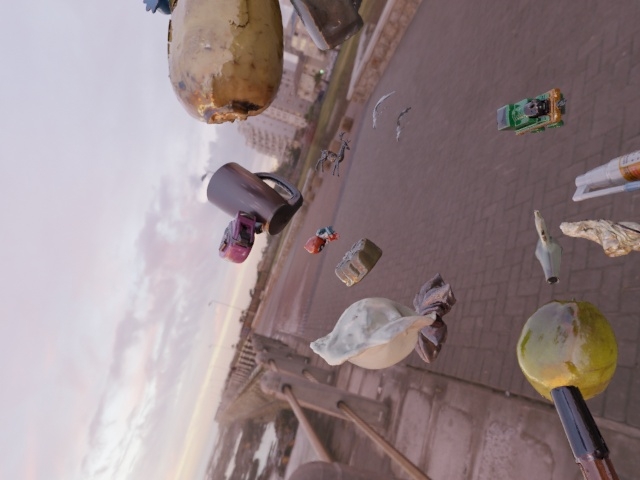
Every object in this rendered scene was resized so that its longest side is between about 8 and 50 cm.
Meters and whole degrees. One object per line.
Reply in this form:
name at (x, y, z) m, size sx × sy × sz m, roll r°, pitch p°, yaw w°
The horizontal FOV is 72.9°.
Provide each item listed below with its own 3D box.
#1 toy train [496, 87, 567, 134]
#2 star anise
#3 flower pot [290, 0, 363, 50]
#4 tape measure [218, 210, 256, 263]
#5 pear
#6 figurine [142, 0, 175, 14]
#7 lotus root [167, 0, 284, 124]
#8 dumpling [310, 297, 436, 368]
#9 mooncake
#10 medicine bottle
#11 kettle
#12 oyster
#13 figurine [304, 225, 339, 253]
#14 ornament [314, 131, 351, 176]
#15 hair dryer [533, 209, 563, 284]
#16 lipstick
toy train at (0.592, -0.357, 1.224) m, size 0.228 × 0.137 × 0.091 m, roll -151°, pitch 58°, yaw -84°
star anise at (0.386, 0.265, 1.510) m, size 0.315 × 0.109 × 0.314 m, roll -163°, pitch 90°, yaw -84°
flower pot at (0.010, -0.429, 0.740) m, size 0.103 × 0.108 × 0.229 m, roll -19°, pitch 46°, yaw 23°
tape measure at (-0.220, -0.004, 1.140) m, size 0.118 × 0.074 × 0.125 m, roll -47°, pitch 32°, yaw 38°
pear at (0.727, 0.329, 1.284) m, size 0.269 × 0.270 × 0.320 m, roll -145°, pitch 64°, yaw -84°
figurine at (-0.360, -0.685, 1.292) m, size 0.416 × 0.298 × 0.242 m, roll 62°, pitch -146°, yaw -41°
lotus root at (-0.133, -0.290, 0.620) m, size 0.146 × 0.160 × 0.283 m, roll 117°, pitch 149°, yaw -71°
dumpling at (0.094, 0.160, 0.739) m, size 0.151 × 0.229 × 0.124 m, roll 85°, pitch 165°, yaw -86°
mooncake at (0.082, -0.085, 0.587) m, size 0.150 × 0.057 × 0.346 m, roll -41°, pitch 25°, yaw 27°
medicine bottle at (0.650, -0.140, 0.934) m, size 0.092 × 0.061 × 0.221 m, roll -60°, pitch 9°, yaw -15°
kettle at (-0.179, -0.119, 1.253) m, size 0.202 × 0.232 × 0.144 m, roll -41°, pitch -25°, yaw -35°
oyster at (0.622, -0.010, 0.932) m, size 0.163 × 0.191 × 0.081 m, roll -15°, pitch -60°, yaw -54°
figurine at (0.000, 0.000, 1.706) m, size 0.140 × 0.075 × 0.068 m, roll -33°, pitch -9°, yaw -20°
ornament at (0.038, -0.242, 1.190) m, size 0.028 × 0.074 × 0.125 m, roll -35°, pitch -35°, yaw -82°
hair dryer at (0.773, 0.037, 1.473) m, size 0.089 × 0.225 × 0.218 m, roll -14°, pitch 54°, yaw 29°
lipstick at (0.622, 0.532, 0.953) m, size 0.077 × 0.077 × 0.418 m, roll 115°, pitch 156°, yaw -48°
